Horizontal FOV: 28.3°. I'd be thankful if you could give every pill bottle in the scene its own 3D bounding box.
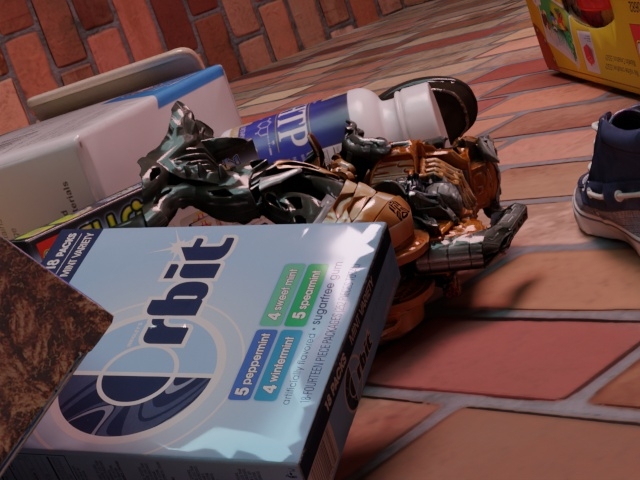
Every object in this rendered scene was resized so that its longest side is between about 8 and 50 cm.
[{"bbox_3d":[0.016,-0.069,1.095,0.186,0.112,0.112,-17,12,10],"label":"pill bottle"}]

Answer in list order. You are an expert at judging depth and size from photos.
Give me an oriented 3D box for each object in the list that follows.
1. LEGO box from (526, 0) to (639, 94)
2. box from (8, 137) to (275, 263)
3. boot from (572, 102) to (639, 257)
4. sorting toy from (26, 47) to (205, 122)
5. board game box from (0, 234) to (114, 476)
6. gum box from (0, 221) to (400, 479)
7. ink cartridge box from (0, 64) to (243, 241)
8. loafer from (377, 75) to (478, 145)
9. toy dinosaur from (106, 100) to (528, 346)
[{"bbox_3d":[0.433,-0.299,1.259,0.372,0.193,0.500,-19,12,0],"label":"LEGO box"},{"bbox_3d":[-0.118,0.012,0.940,0.207,0.114,0.036,-27,14,-35],"label":"box"},{"bbox_3d":[0.194,-0.046,0.780,0.069,0.086,0.190,-20,12,-3],"label":"boot"},{"bbox_3d":[-0.169,-0.084,1.278,0.193,0.208,0.038,-14,37,22],"label":"sorting toy"},{"bbox_3d":[-0.262,0.058,0.565,0.232,0.141,0.291,-56,32,-10],"label":"board game box"},{"bbox_3d":[-0.069,0.055,0.600,0.184,0.041,0.157,-1,39,20],"label":"gum box"},{"bbox_3d":[-0.283,-0.006,1.144,0.395,0.166,0.285,-14,13,24],"label":"ink cartridge box"},{"bbox_3d":[0.053,-0.092,1.254,0.220,0.080,0.078,-22,21,13],"label":"loafer"},{"bbox_3d":[0.000,0.000,0.766,0.218,0.164,0.322,5,6,28],"label":"toy dinosaur"}]
